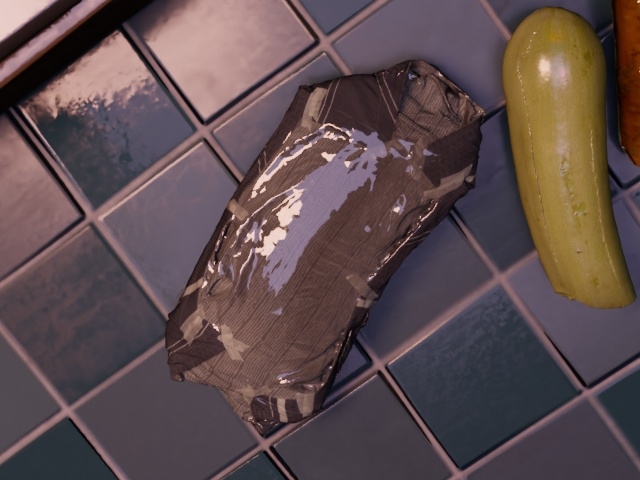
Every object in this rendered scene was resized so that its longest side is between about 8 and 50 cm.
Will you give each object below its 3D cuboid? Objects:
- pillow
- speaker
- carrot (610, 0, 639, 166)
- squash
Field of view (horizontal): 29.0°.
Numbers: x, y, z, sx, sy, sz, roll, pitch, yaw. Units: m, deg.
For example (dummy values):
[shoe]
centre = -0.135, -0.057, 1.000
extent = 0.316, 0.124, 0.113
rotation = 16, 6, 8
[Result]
[pillow]
centre = 0.000, 0.000, 1.004
extent = 0.161, 0.092, 0.335
rotation = 30, 101, -9
[speaker]
centre = -0.261, -0.185, 0.932
extent = 0.231, 0.192, 0.153
rotation = -36, 97, 5
[carrot]
centre = 0.256, -0.182, 0.951
extent = 0.070, 0.070, 0.260
rotation = -8, 109, 4
[squash]
centre = 0.198, -0.062, 0.989
extent = 0.083, 0.083, 0.250
rotation = -11, 103, 5
